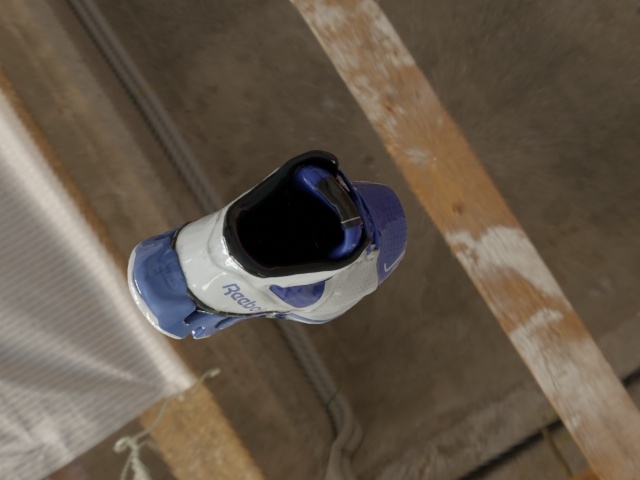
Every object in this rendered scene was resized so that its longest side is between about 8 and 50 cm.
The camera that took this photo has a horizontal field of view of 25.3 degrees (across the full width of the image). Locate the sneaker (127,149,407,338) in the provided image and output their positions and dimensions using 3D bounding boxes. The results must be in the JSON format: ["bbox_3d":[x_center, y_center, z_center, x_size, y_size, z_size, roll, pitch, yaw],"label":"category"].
[{"bbox_3d":[-0.001,0.000,1.288,0.182,0.315,0.128,-28,-100,42],"label":"sneaker"}]
